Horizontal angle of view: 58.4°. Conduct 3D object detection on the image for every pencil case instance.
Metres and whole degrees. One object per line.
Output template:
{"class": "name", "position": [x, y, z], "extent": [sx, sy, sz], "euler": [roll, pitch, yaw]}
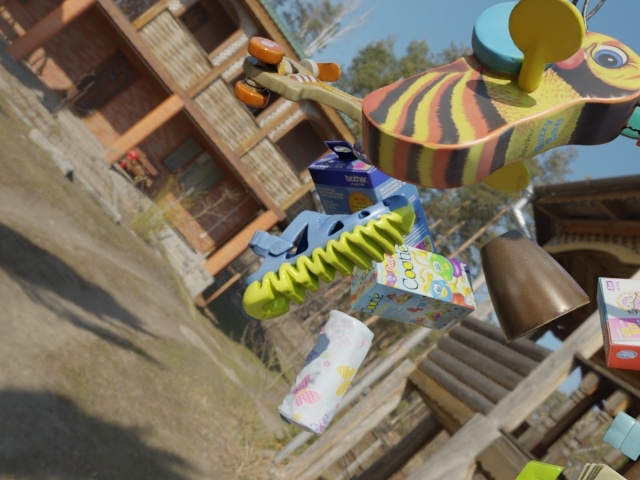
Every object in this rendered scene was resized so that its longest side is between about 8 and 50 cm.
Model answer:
{"class": "pencil case", "position": [0.010, 0.289, 1.269], "extent": [0.124, 0.273, 0.113], "euler": [13, -25, 40]}

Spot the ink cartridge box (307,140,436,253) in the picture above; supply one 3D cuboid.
{"class": "ink cartridge box", "position": [0.134, -0.115, 1.614], "extent": [0.270, 0.151, 0.396], "euler": [12, -51, 51]}

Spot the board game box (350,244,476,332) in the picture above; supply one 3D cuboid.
{"class": "board game box", "position": [0.231, 0.115, 1.453], "extent": [0.275, 0.144, 0.142], "euler": [16, 50, -19]}

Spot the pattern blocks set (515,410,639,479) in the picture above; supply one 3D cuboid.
{"class": "pattern blocks set", "position": [0.387, 0.408, 0.755], "extent": [0.285, 0.325, 0.026], "euler": [44, 18, 30]}

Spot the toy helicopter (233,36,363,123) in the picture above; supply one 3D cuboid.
{"class": "toy helicopter", "position": [-0.017, -0.371, 1.386], "extent": [0.355, 0.140, 0.235], "euler": [26, 31, 3]}

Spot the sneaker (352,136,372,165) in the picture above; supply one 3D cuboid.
{"class": "sneaker", "position": [0.130, -0.155, 0.908], "extent": [0.083, 0.098, 0.223], "euler": [5, 18, -30]}

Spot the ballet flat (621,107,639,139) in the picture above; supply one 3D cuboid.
{"class": "ballet flat", "position": [0.820, -0.342, 1.591], "extent": [0.087, 0.083, 0.247], "euler": [10, 22, -49]}

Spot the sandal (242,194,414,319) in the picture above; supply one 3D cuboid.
{"class": "sandal", "position": [0.000, 0.000, 0.938], "extent": [0.126, 0.317, 0.138], "euler": [60, 5, -59]}

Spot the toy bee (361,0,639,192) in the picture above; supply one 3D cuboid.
{"class": "toy bee", "position": [0.189, -0.123, 0.457], "extent": [0.162, 0.298, 0.195], "euler": [50, 5, 29]}

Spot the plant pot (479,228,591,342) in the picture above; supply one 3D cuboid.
{"class": "plant pot", "position": [0.491, 0.096, 1.387], "extent": [0.230, 0.215, 0.215], "euler": [64, -1, 18]}

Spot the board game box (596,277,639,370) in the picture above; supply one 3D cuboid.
{"class": "board game box", "position": [0.752, 0.173, 1.176], "extent": [0.242, 0.316, 0.064], "euler": [-58, 144, -54]}
